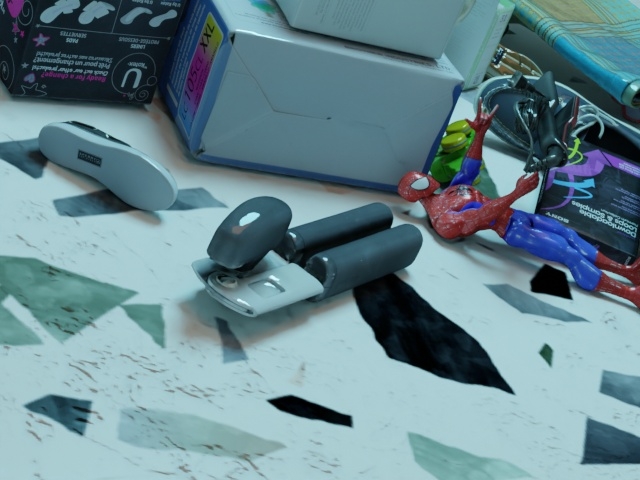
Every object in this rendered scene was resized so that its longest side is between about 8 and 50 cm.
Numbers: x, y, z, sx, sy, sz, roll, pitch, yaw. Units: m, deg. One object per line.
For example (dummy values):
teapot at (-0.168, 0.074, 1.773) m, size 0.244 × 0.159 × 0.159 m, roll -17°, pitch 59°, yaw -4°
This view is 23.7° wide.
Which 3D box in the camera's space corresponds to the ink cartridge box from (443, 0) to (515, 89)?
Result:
ink cartridge box at (0.166, -0.330, 1.901) m, size 0.171 × 0.235 × 0.056 m, roll 36°, pitch 30°, yaw 24°

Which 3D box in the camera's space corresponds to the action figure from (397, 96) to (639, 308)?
action figure at (0.221, -0.040, 1.538) m, size 0.280 × 0.139 × 0.091 m, roll 17°, pitch 26°, yaw -6°

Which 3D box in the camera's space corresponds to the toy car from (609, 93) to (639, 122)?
toy car at (0.504, -0.137, 2.014) m, size 0.239 × 0.053 × 0.225 m, roll 9°, pitch 30°, yaw -23°

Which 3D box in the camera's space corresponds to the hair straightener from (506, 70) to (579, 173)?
hair straightener at (0.212, -0.124, 1.528) m, size 0.089 × 0.047 × 0.230 m, roll 42°, pitch 28°, yaw -6°

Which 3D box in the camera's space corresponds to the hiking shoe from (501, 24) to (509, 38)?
hiking shoe at (0.203, -0.314, 2.094) m, size 0.114 × 0.086 × 0.227 m, roll 38°, pitch 30°, yaw -5°

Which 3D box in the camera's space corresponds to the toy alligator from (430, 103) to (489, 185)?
toy alligator at (0.150, -0.103, 1.684) m, size 0.051 × 0.056 × 0.189 m, roll -15°, pitch 22°, yaw 20°

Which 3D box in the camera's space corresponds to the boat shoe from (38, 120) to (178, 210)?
boat shoe at (-0.186, -0.073, 1.372) m, size 0.142 × 0.049 × 0.040 m, roll 27°, pitch 27°, yaw 12°

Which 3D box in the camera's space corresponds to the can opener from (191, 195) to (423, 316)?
can opener at (0.000, 0.000, 1.329) m, size 0.076 × 0.095 × 0.283 m, roll 37°, pitch 30°, yaw 24°

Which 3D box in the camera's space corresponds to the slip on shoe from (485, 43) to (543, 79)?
slip on shoe at (0.233, -0.221, 1.971) m, size 0.135 × 0.051 × 0.041 m, roll 32°, pitch -18°, yaw -1°

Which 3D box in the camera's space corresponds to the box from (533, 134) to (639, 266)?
box at (0.299, -0.045, 1.672) m, size 0.116 × 0.029 × 0.162 m, roll 22°, pitch 44°, yaw -1°

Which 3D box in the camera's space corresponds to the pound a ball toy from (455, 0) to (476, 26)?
pound a ball toy at (0.046, -0.361, 1.887) m, size 0.319 × 0.208 × 0.136 m, roll 39°, pitch 59°, yaw 22°

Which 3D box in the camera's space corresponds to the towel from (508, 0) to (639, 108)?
towel at (0.362, -0.305, 2.071) m, size 0.271 × 0.040 × 0.370 m, roll -9°, pitch 46°, yaw -46°

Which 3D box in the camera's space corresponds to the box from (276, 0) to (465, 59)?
box at (0.043, -0.263, 1.519) m, size 0.170 × 0.091 × 0.130 m, roll 10°, pitch 29°, yaw -25°

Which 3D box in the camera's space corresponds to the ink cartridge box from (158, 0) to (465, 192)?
ink cartridge box at (-0.048, -0.228, 1.645) m, size 0.270 × 0.151 × 0.395 m, roll 9°, pitch 32°, yaw -26°

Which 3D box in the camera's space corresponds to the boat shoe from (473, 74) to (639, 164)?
boat shoe at (0.299, -0.116, 1.780) m, size 0.254 × 0.095 × 0.079 m, roll 28°, pitch 15°, yaw -10°

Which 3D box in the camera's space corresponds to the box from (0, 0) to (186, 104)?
box at (-0.269, -0.257, 1.541) m, size 0.163 × 0.142 × 0.247 m, roll 0°, pitch 34°, yaw -35°
